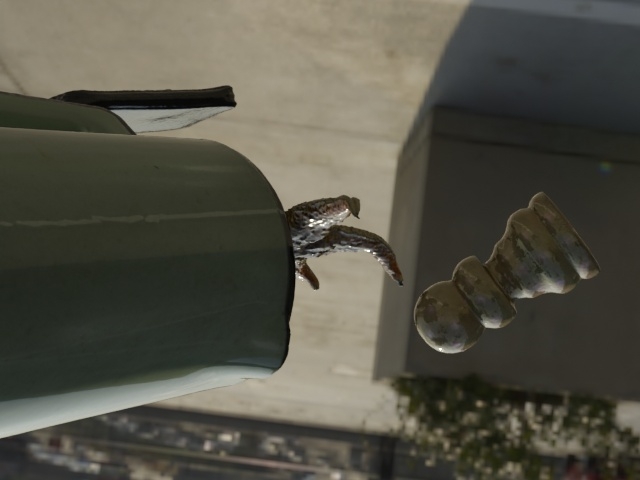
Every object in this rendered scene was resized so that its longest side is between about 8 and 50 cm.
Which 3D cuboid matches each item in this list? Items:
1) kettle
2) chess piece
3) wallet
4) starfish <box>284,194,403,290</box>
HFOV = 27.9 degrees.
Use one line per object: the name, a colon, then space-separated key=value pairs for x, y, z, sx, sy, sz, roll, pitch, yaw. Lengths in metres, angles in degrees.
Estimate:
kettle: x=-0.254 y=-0.003 z=1.039 sx=0.377 sy=0.250 sz=0.361 roll=-4 pitch=-140 yaw=-45
chess piece: x=0.164 y=0.041 z=1.186 sx=0.170 sy=0.094 sz=0.094 roll=-38 pitch=159 yaw=7
wallet: x=-0.223 y=-0.156 z=1.540 sx=0.250 sy=0.044 sz=0.149 roll=-8 pitch=178 yaw=-39
starfish: x=0.002 y=-0.002 z=1.252 sx=0.138 sy=0.050 sz=0.247 roll=2 pitch=165 yaw=17
